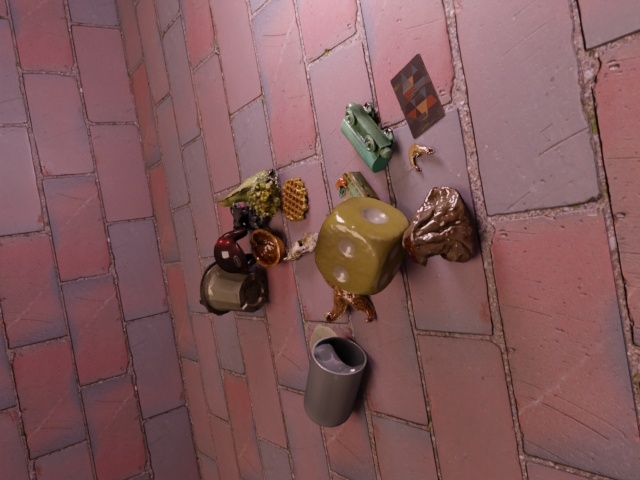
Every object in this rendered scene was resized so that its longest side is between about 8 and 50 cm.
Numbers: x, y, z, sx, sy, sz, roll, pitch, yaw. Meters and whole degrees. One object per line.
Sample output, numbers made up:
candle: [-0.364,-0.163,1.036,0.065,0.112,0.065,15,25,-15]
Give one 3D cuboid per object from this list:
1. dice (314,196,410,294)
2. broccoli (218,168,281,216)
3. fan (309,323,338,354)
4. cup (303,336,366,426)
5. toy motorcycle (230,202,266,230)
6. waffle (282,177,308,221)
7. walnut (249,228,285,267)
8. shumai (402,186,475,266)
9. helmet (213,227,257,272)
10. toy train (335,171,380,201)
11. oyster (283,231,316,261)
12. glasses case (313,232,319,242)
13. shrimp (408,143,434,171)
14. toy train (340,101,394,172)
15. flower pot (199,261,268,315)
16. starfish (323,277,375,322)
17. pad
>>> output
dice: [0.138,0.017,1.612,0.227,0.238,0.233,29,127,22]
broccoli: [-0.274,-0.169,2.188,0.180,0.273,0.242,58,162,-20]
fan: [0.007,0.540,2.162,0.233,0.012,0.414,42,130,41]
cup: [0.045,0.546,1.951,0.205,0.205,0.312,40,130,41]
toy motorcycle: [-0.340,-0.091,2.397,0.270,0.106,0.159,18,114,46]
waffle: [-0.108,-0.166,2.116,0.191,0.038,0.191,17,111,51]
walnut: [-0.219,0.033,2.276,0.211,0.087,0.167,28,116,39]
shumai: [0.323,-0.036,1.434,0.184,0.185,0.218,8,105,53]
helmet: [-0.390,0.053,2.343,0.216,0.193,0.189,-128,17,-62]
toy train: [0.131,-0.156,1.768,0.188,0.072,0.099,57,132,27]
oyster: [-0.075,0.029,2.126,0.200,0.061,0.106,-10,73,52]
glasses case: [0.000,0.000,2.025,0.083,0.021,0.032,43,134,39]
shrimp: [0.305,-0.248,1.545,0.114,0.023,0.083,19,117,56]
toy train: [0.150,-0.339,1.684,0.248,0.101,0.159,59,155,27]
flower pot: [-0.397,0.232,2.459,0.259,0.290,0.290,3,102,41]
starfish: [0.098,0.162,1.864,0.303,0.113,0.312,-42,62,50]
pad: [0.287,-0.431,1.537,0.143,0.003,0.211,-36,70,52]
